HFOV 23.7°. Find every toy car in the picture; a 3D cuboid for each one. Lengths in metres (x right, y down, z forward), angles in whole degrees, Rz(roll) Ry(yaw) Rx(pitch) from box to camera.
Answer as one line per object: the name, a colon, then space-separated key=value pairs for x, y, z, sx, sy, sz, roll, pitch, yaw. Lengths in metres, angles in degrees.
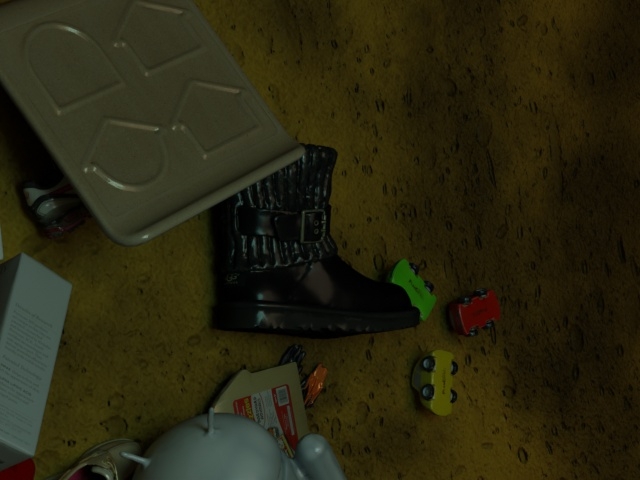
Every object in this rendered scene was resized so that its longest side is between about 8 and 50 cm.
toy car: x=0.159 y=0.115 z=2.274 sx=0.225 sy=0.053 sz=0.239 roll=50 pitch=52 yaw=-27

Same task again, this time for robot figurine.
robot figurine: x=-0.100 y=0.352 z=1.865 sx=0.300 sy=0.200 sz=0.353 roll=-34 pitch=119 yaw=-3

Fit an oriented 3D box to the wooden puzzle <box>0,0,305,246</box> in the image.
wooden puzzle: x=-0.230 y=-0.170 z=1.854 sx=0.322 sy=0.080 sz=0.348 roll=-31 pitch=79 yaw=-43

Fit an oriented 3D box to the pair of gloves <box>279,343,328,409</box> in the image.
pair of gloves: x=-0.028 y=0.189 z=2.108 sx=0.083 sy=0.010 sz=0.074 roll=44 pitch=57 yaw=-28

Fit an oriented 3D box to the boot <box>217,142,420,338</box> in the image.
boot: x=0.002 y=-0.001 z=2.077 sx=0.348 sy=0.131 sz=0.260 roll=7 pitch=79 yaw=-44

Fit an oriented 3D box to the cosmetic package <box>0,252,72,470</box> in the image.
cosmetic package: x=-0.357 y=0.139 z=1.672 sx=0.085 sy=0.117 sz=0.231 roll=37 pitch=42 yaw=-35

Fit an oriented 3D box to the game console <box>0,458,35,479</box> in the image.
game console: x=-0.405 y=0.267 z=1.720 sx=0.144 sy=0.085 sz=0.124 roll=51 pitch=22 yaw=-28

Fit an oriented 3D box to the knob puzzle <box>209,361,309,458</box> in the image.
knob puzzle: x=-0.094 y=0.265 z=2.017 sx=0.213 sy=0.030 sz=0.213 roll=7 pitch=80 yaw=-45

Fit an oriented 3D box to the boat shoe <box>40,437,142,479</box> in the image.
boat shoe: x=-0.270 y=0.287 z=1.818 sx=0.170 sy=0.059 sz=0.063 roll=-29 pitch=105 yaw=-43

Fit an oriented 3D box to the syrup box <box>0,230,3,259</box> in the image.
syrup box: x=-0.425 y=-0.087 z=1.683 sx=0.093 sy=0.096 sz=0.237 roll=-8 pitch=92 yaw=-45

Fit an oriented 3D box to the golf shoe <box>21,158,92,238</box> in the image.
golf shoe: x=-0.282 y=-0.085 z=1.851 sx=0.186 sy=0.067 sz=0.086 roll=-46 pitch=115 yaw=-38
